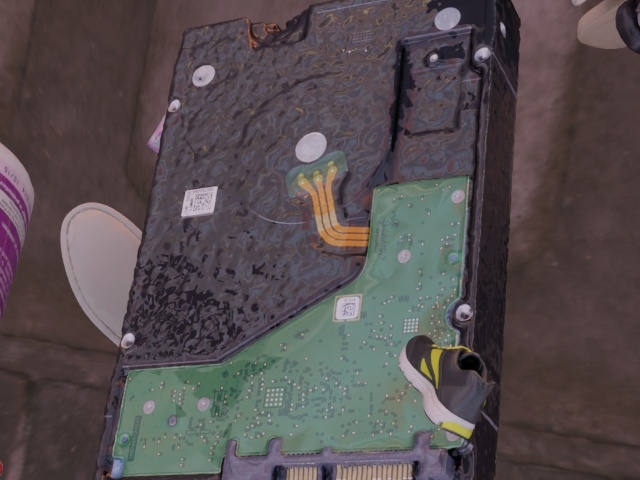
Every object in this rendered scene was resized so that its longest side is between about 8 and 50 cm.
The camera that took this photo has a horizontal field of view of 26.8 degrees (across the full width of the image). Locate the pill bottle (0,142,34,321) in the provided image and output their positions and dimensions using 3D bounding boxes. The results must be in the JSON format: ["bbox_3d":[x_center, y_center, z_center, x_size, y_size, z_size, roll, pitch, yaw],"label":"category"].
[{"bbox_3d":[-0.369,0.049,1.204,0.169,0.169,0.301,10,49,-6],"label":"pill bottle"}]

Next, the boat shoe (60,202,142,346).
[{"bbox_3d":[-0.141,0.063,1.083,0.075,0.065,0.206,-36,85,-12],"label":"boat shoe"}]

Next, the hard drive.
[{"bbox_3d":[0.000,0.000,0.836,0.237,0.064,0.338,-7,58,24],"label":"hard drive"}]

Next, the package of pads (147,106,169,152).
[{"bbox_3d":[-0.137,-0.111,1.352,0.050,0.032,0.083,37,38,-14],"label":"package of pads"}]

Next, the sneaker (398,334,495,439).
[{"bbox_3d":[0.065,0.065,0.658,0.031,0.083,0.035,32,103,-24],"label":"sneaker"}]

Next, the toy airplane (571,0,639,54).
[{"bbox_3d":[0.446,-0.329,1.377,0.386,0.384,0.272,-15,74,8],"label":"toy airplane"}]

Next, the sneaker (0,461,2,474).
[{"bbox_3d":[-0.380,0.221,1.481,0.118,0.067,0.042,51,38,-29],"label":"sneaker"}]
